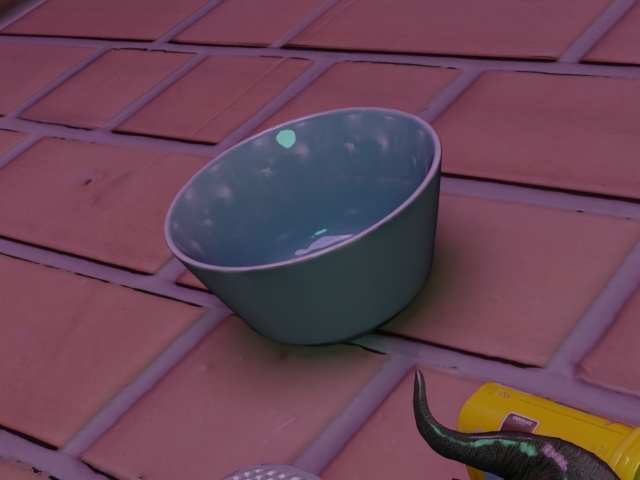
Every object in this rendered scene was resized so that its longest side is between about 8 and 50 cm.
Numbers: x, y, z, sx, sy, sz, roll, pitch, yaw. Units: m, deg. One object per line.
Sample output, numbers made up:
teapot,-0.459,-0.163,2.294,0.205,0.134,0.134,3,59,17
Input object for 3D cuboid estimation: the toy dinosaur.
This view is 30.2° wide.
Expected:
toy dinosaur,0.176,0.212,0.839,0.160,0.313,0.121,-28,-4,34

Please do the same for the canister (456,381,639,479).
canister,0.199,0.187,0.939,0.073,0.126,0.170,-39,33,-30

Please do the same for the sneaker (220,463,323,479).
sneaker,0.006,0.280,0.913,0.126,0.127,0.321,-32,24,-23

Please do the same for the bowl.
bowl,0.000,0.000,1.307,0.311,0.163,0.311,-14,32,9
